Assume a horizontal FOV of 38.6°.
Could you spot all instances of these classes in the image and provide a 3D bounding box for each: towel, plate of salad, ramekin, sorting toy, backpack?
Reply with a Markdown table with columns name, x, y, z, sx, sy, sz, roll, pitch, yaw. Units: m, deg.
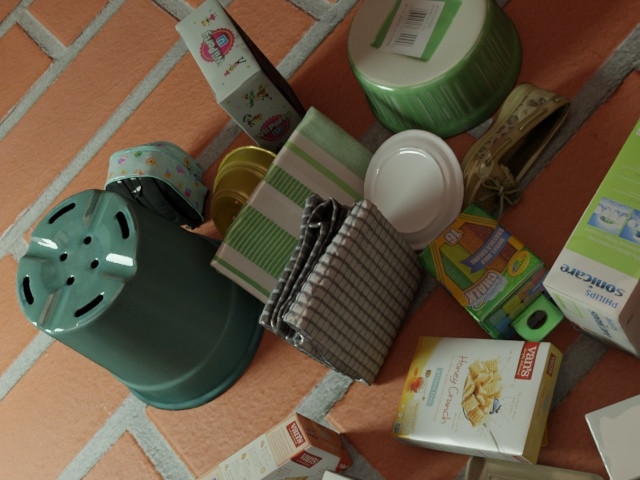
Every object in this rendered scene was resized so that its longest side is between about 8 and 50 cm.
| name | x | y | z | sx | sy | sz | roll | pitch | yaw |
| --- | --- | --- | --- | --- | --- | --- | --- | --- | --- |
| towel | 0.034 | 0.079 | 1.441 | 0.121 | 0.283 | 0.235 | 21 | 77 | 35 |
| plate of salad | 0.156 | -0.083 | 1.511 | 0.199 | 0.048 | 0.200 | 1 | 91 | 40 |
| ramekin | 0.194 | -0.346 | 1.638 | 0.303 | 0.148 | 0.303 | -12 | 62 | 23 |
| sorting toy | 0.295 | 0.407 | 1.294 | 0.196 | 0.047 | 0.348 | 4 | 69 | 26 |
| towel | -0.007 | -0.026 | 1.569 | 0.325 | 0.248 | 0.038 | -55 | 11 | -5 |
| backpack | -0.323 | -0.112 | 1.780 | 0.165 | 0.188 | 0.144 | -7 | 64 | 26 |

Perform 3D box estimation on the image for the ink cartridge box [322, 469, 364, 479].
| name | x | y | z | sx | sy | sz | roll | pitch | yaw |
| --- | --- | --- | --- | --- | --- | --- | --- | --- | --- |
| ink cartridge box | 0.113 | 0.403 | 1.280 | 0.219 | 0.160 | 0.093 | 1 | 69 | 54 |

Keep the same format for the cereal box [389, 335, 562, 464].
| name | x | y | z | sx | sy | sz | roll | pitch | yaw |
| --- | --- | --- | --- | --- | --- | --- | --- | --- | --- |
| cereal box | 0.229 | 0.232 | 1.364 | 0.240 | 0.047 | 0.173 | -4 | 58 | 44 |

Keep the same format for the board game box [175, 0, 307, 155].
| name | x | y | z | sx | sy | sz | roll | pitch | yaw |
| --- | --- | --- | --- | --- | --- | --- | --- | --- | --- |
| board game box | -0.115 | -0.268 | 1.672 | 0.097 | 0.303 | 0.224 | -36 | 56 | 8 |

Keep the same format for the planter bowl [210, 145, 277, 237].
| name | x | y | z | sx | sy | sz | roll | pitch | yaw |
| --- | --- | --- | --- | --- | --- | --- | --- | --- | --- |
| planter bowl | -0.128 | -0.052 | 1.629 | 0.217 | 0.217 | 0.090 | 12 | 31 | 32 |

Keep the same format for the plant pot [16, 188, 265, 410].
| name | x | y | z | sx | sy | sz | roll | pitch | yaw |
| --- | --- | --- | --- | --- | --- | --- | --- | --- | --- |
| plant pot | -0.323 | 0.090 | 1.597 | 0.341 | 0.334 | 0.341 | -12 | 62 | 24 |

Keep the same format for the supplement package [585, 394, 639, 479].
| name | x | y | z | sx | sy | sz | roll | pitch | yaw |
| --- | --- | --- | --- | --- | --- | --- | --- | --- | --- |
| supplement package | 0.467 | 0.262 | 1.231 | 0.179 | 0.105 | 0.105 | -24 | 59 | 16 |

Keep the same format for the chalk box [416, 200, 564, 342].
| name | x | y | z | sx | sy | sz | roll | pitch | yaw |
| --- | --- | --- | --- | --- | --- | --- | --- | --- | --- |
| chalk box | 0.275 | 0.069 | 1.401 | 0.132 | 0.132 | 0.213 | -45 | 50 | 2 |

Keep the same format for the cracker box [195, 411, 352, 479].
| name | x | y | z | sx | sy | sz | roll | pitch | yaw |
| --- | --- | --- | --- | --- | --- | --- | --- | --- | --- |
| cracker box | -0.083 | 0.374 | 1.442 | 0.232 | 0.155 | 0.067 | -36 | 55 | 9 |

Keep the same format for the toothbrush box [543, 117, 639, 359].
| name | x | y | z | sx | sy | sz | roll | pitch | yaw |
| --- | --- | --- | --- | --- | --- | --- | --- | --- | --- |
| toothbrush box | 0.458 | 0.001 | 1.298 | 0.122 | 0.206 | 0.283 | 26 | 82 | 35 |

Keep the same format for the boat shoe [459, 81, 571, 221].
| name | x | y | z | sx | sy | sz | roll | pitch | yaw |
| --- | --- | --- | --- | --- | --- | --- | --- | --- | --- |
| boat shoe | 0.307 | -0.135 | 1.505 | 0.089 | 0.104 | 0.285 | 25 | 80 | 37 |
